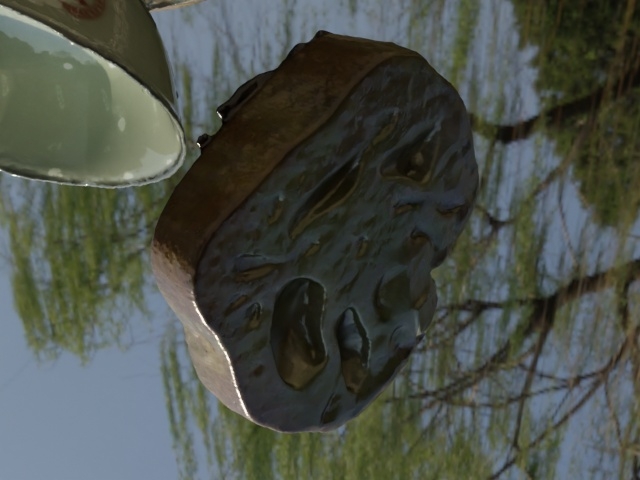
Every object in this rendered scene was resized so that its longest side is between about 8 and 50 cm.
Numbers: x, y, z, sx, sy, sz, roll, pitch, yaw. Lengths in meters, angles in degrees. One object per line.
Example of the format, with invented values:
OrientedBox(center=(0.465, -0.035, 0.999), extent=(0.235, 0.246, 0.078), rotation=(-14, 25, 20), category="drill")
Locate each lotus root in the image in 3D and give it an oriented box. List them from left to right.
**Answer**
OrientedBox(center=(0.000, 0.000, 0.959), extent=(0.375, 0.390, 0.111), rotation=(-4, -155, -46), category="lotus root")

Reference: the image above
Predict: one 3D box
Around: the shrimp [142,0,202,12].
OrientedBox(center=(-0.157, -0.346, 1.285), extent=(0.317, 0.062, 0.164), rotation=(-15, -148, 13), category="shrimp")

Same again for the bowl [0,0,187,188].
OrientedBox(center=(-0.262, -0.185, 0.865), extent=(0.337, 0.337, 0.157), rotation=(8, -111, 11), category="bowl")
